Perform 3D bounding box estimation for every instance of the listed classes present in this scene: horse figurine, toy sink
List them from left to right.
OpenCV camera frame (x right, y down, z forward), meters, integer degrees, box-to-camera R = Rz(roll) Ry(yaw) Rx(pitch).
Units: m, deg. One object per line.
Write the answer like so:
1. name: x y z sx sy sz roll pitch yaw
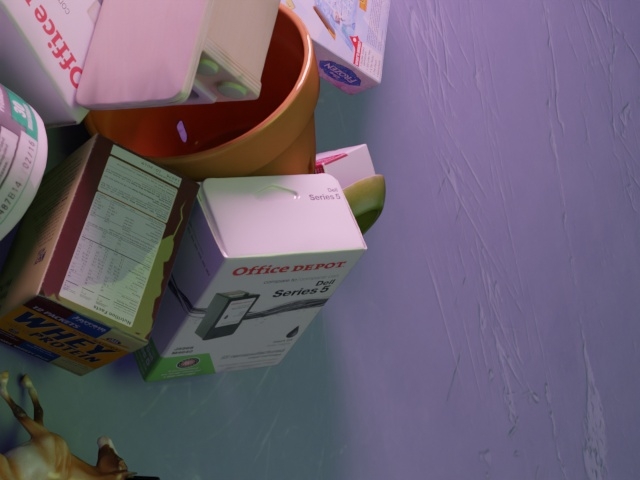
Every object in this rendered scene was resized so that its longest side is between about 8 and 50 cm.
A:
1. horse figurine: -0.345 0.234 1.689 0.263 0.066 0.174 -15 67 -54
2. toy sink: -0.148 -0.228 1.707 0.131 0.153 0.234 37 59 -50

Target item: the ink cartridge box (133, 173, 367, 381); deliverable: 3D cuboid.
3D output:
1. ink cartridge box: -0.099 0.047 1.861 0.198 0.273 0.114 -4 57 -33

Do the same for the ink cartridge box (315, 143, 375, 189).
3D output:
1. ink cartridge box: -0.016 -0.081 2.127 0.109 0.150 0.063 -28 105 -50

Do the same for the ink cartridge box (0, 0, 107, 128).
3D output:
1. ink cartridge box: -0.303 -0.344 1.764 0.279 0.160 0.384 60 44 -32

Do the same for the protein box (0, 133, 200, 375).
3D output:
1. protein box: -0.260 0.021 1.731 0.136 0.200 0.201 27 64 -22

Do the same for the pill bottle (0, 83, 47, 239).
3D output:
1. pill bottle: -0.459 -0.134 1.508 0.361 0.204 0.204 38 58 -46

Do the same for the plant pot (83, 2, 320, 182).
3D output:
1. plant pot: -0.125 -0.138 1.909 0.290 0.291 0.203 -65 150 -32

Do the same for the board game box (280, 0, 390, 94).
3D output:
1. board game box: -0.028 -0.411 2.138 0.318 0.066 0.318 29 57 -37

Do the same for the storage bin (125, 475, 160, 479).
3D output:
1. storage bin: -0.277 0.330 1.774 0.180 0.122 0.084 -7 93 -53

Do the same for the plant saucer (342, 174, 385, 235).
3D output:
1. plant saucer: 0.000 0.000 2.082 0.037 0.241 0.241 53 38 10
